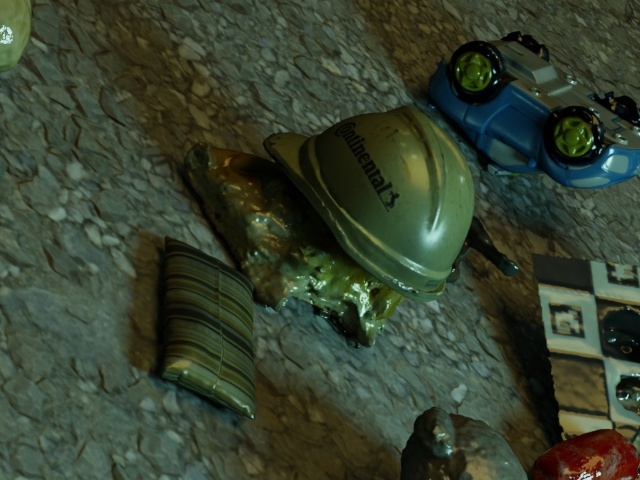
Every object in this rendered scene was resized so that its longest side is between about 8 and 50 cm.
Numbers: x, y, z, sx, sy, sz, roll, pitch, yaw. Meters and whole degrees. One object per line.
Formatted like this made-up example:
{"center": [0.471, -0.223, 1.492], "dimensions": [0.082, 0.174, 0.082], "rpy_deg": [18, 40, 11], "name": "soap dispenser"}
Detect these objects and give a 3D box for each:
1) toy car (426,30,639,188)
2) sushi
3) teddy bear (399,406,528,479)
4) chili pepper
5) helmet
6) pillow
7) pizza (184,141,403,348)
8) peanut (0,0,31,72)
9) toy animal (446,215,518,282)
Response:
{"center": [0.288, -0.153, 2.559], "dimensions": [0.314, 0.166, 0.198], "rpy_deg": [35, 26, 17], "name": "toy car"}
{"center": [0.386, 0.212, 2.307], "dimensions": [0.296, 0.100, 0.373], "rpy_deg": [7, 56, -21], "name": "sushi"}
{"center": [0.145, 0.289, 1.826], "dimensions": [0.267, 0.151, 0.236], "rpy_deg": [63, 4, 37], "name": "teddy bear"}
{"center": [0.291, 0.251, 2.131], "dimensions": [0.123, 0.070, 0.073], "rpy_deg": [-20, 85, -35], "name": "chili pepper"}
{"center": [0.077, -0.072, 2.051], "dimensions": [0.257, 0.137, 0.204], "rpy_deg": [50, 23, 23], "name": "helmet"}
{"center": [-0.108, 0.081, 1.891], "dimensions": [0.113, 0.038, 0.203], "rpy_deg": [30, 32, -25], "name": "pillow"}
{"center": [0.000, 0.000, 2.090], "dimensions": [0.323, 0.089, 0.223], "rpy_deg": [24, 32, -32], "name": "pizza"}
{"center": [-0.356, -0.237, 1.902], "dimensions": [0.159, 0.109, 0.141], "rpy_deg": [26, 34, -34], "name": "peanut"}
{"center": [0.142, -0.022, 2.298], "dimensions": [0.232, 0.084, 0.148], "rpy_deg": [30, 31, -19], "name": "toy animal"}
